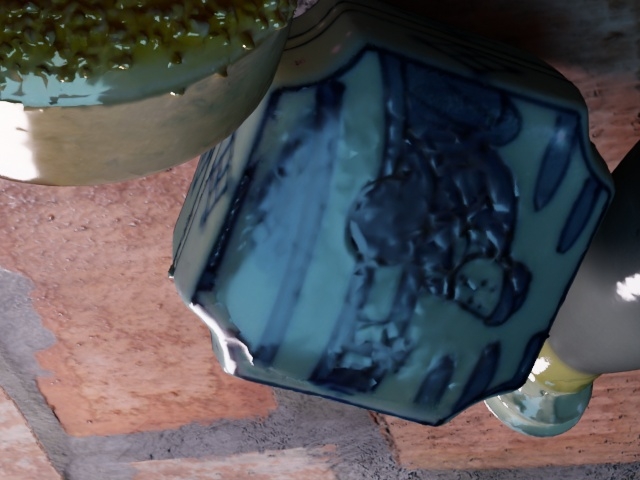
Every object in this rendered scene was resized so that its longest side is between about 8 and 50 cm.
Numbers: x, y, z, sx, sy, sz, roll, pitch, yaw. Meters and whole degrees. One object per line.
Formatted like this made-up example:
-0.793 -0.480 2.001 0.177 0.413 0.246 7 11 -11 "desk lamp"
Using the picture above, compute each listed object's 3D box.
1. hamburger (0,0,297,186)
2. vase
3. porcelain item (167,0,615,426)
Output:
-0.149 -0.171 0.851 0.302 0.302 0.170 4 135 -2 "hamburger"
0.251 0.053 1.226 0.173 0.173 0.321 16 145 -17 "vase"
0.048 -0.020 1.058 0.286 0.157 0.281 17 111 -17 "porcelain item"
